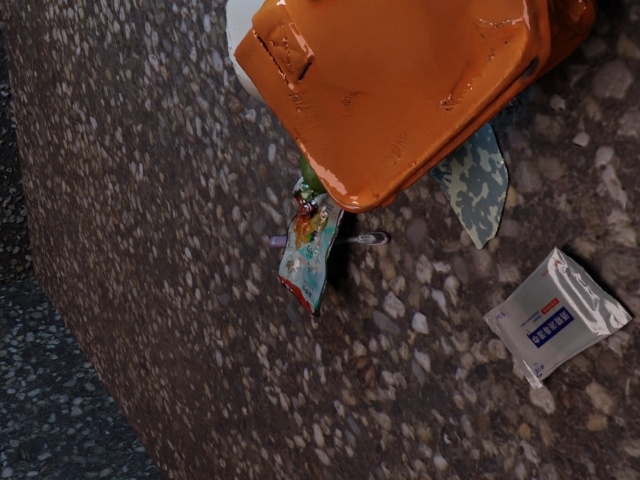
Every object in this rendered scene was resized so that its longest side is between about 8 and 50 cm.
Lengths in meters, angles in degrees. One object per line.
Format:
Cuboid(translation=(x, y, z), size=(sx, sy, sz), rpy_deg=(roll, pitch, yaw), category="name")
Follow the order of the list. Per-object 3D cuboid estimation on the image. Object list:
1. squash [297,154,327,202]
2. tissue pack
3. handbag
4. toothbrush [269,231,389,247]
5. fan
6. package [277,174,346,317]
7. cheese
Cuboid(translation=(0.049, -0.168, 1.070), size=(0.101, 0.101, 0.379), rpy_deg=(61, 147, 14), category="squash")
Cuboid(translation=(0.292, 0.100, 0.918), size=(0.123, 0.026, 0.193), rpy_deg=(56, 144, 21), category="tissue pack")
Cuboid(translation=(0.074, -0.231, 0.809), size=(0.303, 0.116, 0.410), rpy_deg=(53, 145, 3), category="handbag")
Cuboid(translation=(0.000, 0.000, 1.285), size=(0.354, 0.029, 0.024), rpy_deg=(-2, 88, 56), category="toothbrush")
Cuboid(translation=(0.195, -0.104, 0.972), size=(0.131, 0.009, 0.240), rpy_deg=(-15, 93, 56), category="fan")
Cuboid(translation=(-0.021, 0.002, 1.262), size=(0.166, 0.040, 0.232), rpy_deg=(45, 126, 48), category="package")
Cuboid(translation=(-0.054, -0.298, 1.102), size=(0.198, 0.154, 0.189), rpy_deg=(21, 111, 44), category="cheese")
